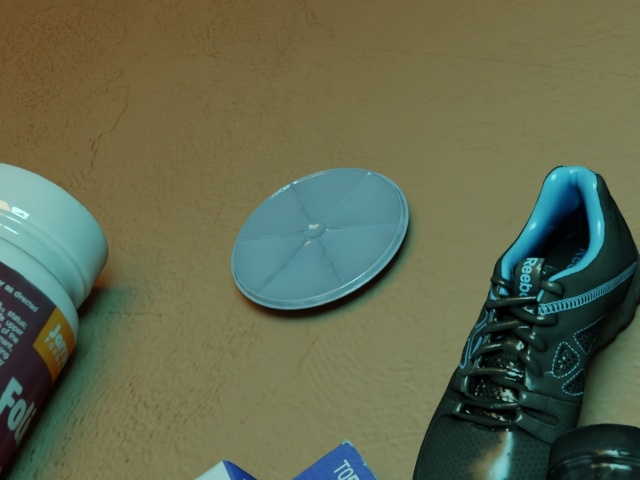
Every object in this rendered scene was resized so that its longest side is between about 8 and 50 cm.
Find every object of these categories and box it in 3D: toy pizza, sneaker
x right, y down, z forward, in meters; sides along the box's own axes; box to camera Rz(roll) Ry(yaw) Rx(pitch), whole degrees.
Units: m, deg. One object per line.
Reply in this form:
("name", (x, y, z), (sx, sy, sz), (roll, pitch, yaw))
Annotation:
("toy pizza", (0.000, 0.000, 1.030), (0.201, 0.032, 0.201), (-15, 42, 14))
("sneaker", (0.152, 0.090, 0.762), (0.125, 0.140, 0.341), (9, 54, 33))

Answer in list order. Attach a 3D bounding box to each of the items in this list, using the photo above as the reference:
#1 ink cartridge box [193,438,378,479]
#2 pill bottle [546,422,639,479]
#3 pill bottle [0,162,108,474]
("ink cartridge box", (-0.072, 0.281, 0.622), (0.330, 0.071, 0.324), (-36, 26, -6))
("pill bottle", (0.183, 0.232, 0.607), (0.123, 0.123, 0.219), (-6, 45, 25))
("pill bottle", (-0.385, 0.123, 0.977), (0.224, 0.224, 0.392), (-1, 48, 30))
